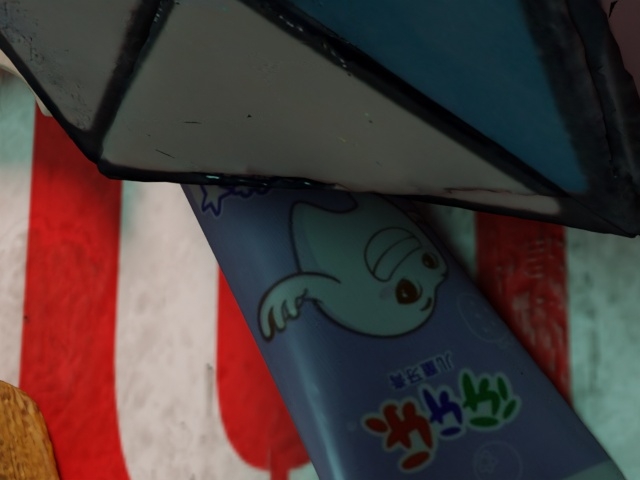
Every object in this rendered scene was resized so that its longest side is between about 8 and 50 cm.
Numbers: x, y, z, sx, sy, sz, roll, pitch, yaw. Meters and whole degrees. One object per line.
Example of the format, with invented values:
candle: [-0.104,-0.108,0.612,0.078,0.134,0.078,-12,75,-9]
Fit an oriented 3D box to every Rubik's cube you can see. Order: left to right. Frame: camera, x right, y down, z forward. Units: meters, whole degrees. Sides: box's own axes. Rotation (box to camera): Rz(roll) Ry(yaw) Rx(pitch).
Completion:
Rubik's cube: [0.009,-0.214,0.546,0.307,0.305,0.310,11,60,35]

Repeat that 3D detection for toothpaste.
toothpaste: [0.000,0.000,0.684,0.371,0.125,0.080,59,156,30]

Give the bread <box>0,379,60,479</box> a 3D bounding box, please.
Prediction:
bread: [-0.174,0.166,0.741,0.083,0.114,0.211,-26,63,8]

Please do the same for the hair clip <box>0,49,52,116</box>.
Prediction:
hair clip: [-0.162,-0.214,0.840,0.172,0.113,0.282,8,95,36]
